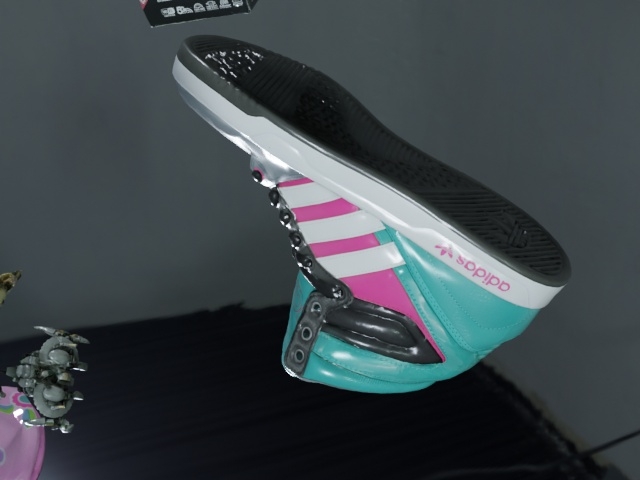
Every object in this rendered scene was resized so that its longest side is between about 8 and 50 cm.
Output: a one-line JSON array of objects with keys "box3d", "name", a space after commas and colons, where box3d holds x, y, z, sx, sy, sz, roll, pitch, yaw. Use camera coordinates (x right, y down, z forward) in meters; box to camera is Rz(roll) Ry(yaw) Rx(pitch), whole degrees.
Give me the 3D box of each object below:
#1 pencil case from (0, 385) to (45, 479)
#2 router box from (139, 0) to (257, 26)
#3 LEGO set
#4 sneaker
[{"box3d": [-0.370, 0.166, 0.673, 0.124, 0.284, 0.124, -17, 68, 47], "name": "pencil case"}, {"box3d": [-0.088, -0.228, 0.703, 0.122, 0.092, 0.038, -72, -28, -46], "name": "router box"}, {"box3d": [-0.132, 0.053, 0.390, 0.023, 0.054, 0.083, -14, 123, 40], "name": "LEGO set"}, {"box3d": [0.000, 0.000, 0.584, 0.295, 0.124, 0.178, 36, 120, 11], "name": "sneaker"}]
